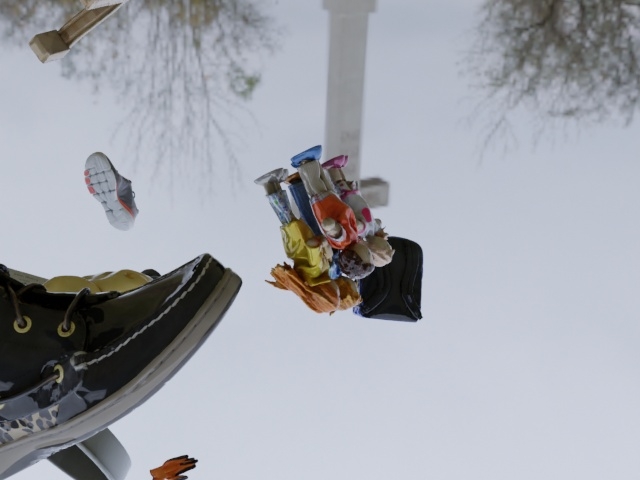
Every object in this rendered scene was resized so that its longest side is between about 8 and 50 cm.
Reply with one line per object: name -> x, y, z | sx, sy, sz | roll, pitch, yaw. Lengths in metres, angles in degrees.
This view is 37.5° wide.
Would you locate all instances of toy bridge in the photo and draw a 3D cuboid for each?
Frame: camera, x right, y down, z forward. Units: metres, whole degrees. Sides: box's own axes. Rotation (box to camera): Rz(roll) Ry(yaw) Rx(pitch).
toy bridge -> -0.192, -0.224, 0.847 | 0.188, 0.026, 0.063 | -34, -178, 36

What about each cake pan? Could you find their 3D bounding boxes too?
cake pan -> -0.410, 0.295, 1.477 | 0.293, 0.293, 0.054 | 19, -125, 32

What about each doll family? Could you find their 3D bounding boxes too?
doll family -> 0.000, 0.000, 1.022 | 0.118, 0.163, 0.263 | -25, 178, 12

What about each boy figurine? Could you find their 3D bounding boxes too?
boy figurine -> -0.265, 0.082, 1.238 | 0.177, 0.092, 0.285 | -3, -178, 20

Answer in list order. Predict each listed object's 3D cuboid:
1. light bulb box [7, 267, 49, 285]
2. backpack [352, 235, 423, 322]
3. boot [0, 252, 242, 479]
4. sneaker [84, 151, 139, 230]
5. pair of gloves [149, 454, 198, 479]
light bulb box -> -0.658, 0.266, 2.074 | 0.358, 0.225, 0.361 | 20, -151, -34
backpack -> 0.092, 0.053, 1.365 | 0.098, 0.120, 0.101 | 6, 180, -16
boot -> -0.288, 0.048, 0.851 | 0.377, 0.284, 0.138 | -31, -165, 23
sneaker -> -0.361, -0.094, 1.647 | 0.061, 0.158, 0.065 | 0, -143, 21
pair of gloves -> -0.206, 0.358, 1.377 | 0.074, 0.083, 0.010 | -19, 169, 5
